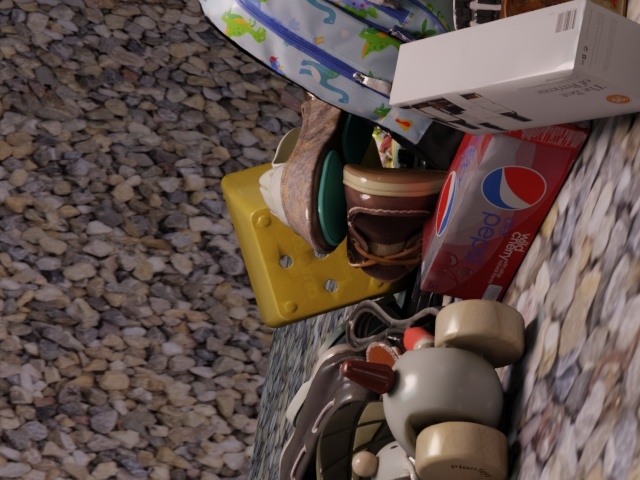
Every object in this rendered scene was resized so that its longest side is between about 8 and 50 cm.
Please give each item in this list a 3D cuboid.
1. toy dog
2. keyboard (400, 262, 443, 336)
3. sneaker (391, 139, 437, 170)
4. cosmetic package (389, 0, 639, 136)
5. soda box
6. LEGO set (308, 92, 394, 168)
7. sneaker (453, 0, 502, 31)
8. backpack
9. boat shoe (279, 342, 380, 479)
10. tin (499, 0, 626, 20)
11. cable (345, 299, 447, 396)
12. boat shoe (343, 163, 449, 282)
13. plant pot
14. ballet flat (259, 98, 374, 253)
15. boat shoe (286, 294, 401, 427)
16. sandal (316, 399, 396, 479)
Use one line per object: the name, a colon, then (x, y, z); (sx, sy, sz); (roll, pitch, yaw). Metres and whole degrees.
toy dog: (0.074, 0.179, 1.407); (0.220, 0.161, 0.333); (-83, 9, -48)
keyboard: (0.133, 0.054, 1.777); (0.201, 0.033, 0.317); (-107, 30, -80)
sneaker: (0.131, -0.161, 2.034); (0.094, 0.081, 0.208); (116, 166, -73)
cosmetic package: (0.163, -0.131, 1.185); (0.239, 0.099, 0.060); (-4, 74, 60)
soda box: (0.171, -0.056, 1.411); (0.263, 0.083, 0.092); (111, 169, -48)
LEGO set: (0.088, -0.165, 2.185); (0.107, 0.132, 0.287); (-65, 33, 35)
sneaker: (0.207, -0.290, 1.624); (0.121, 0.111, 0.300); (84, -163, -61)
backpack: (0.036, -0.275, 1.715); (0.290, 0.356, 0.273); (-72, -1, -51)
boat shoe: (0.014, 0.283, 1.943); (0.095, 0.112, 0.335); (-103, 19, -50)
tin: (0.214, -0.223, 1.301); (0.040, 0.106, 0.189); (99, -177, -64)
cable: (0.081, 0.109, 1.682); (0.287, 0.072, 0.139); (-134, 58, -62)
boat shoe: (0.084, -0.014, 1.637); (0.342, 0.123, 0.123); (49, -135, -87)
plant pot: (0.000, 0.000, 1.882); (0.187, 0.212, 0.212); (-103, -4, -82)
ballet flat: (-0.010, -0.076, 1.729); (0.316, 0.106, 0.107); (-69, -34, -57)
boat shoe: (0.050, 0.193, 2.065); (0.099, 0.116, 0.319); (53, 140, 21)
sandal: (0.050, 0.299, 1.621); (0.086, 0.120, 0.302); (90, -174, -48)
